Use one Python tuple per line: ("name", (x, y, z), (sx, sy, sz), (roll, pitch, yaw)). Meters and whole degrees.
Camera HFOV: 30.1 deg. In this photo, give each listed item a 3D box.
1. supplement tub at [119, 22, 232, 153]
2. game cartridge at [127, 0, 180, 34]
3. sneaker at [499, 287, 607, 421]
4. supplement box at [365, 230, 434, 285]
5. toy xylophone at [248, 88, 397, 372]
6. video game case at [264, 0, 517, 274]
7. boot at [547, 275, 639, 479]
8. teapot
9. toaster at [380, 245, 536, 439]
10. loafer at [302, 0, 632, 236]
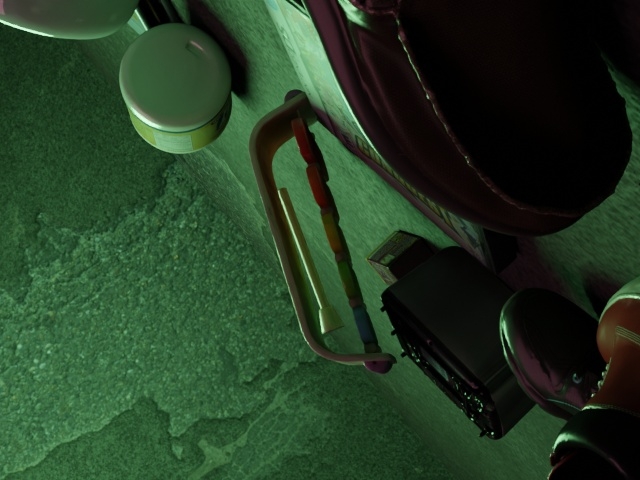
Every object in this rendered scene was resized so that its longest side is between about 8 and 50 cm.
("supplement tub", (-0.192, -0.199, 1.611), (0.144, 0.144, 0.200), (49, 172, 4))
("game cartridge", (-0.294, -0.392, 1.605), (0.198, 0.062, 0.297), (40, 168, 29))
("sneaker", (0.264, 0.130, 0.981), (0.267, 0.101, 0.106), (45, 153, 10))
("supplement box", (0.097, 0.024, 1.415), (0.043, 0.055, 0.083), (50, 172, -16))
("toy xylophone", (0.000, 0.000, 1.319), (0.236, 0.081, 0.323), (-2, -106, -86))
("video game case", (0.058, -0.115, 1.070), (0.275, 0.035, 0.248), (44, 170, 32))
("boot", (0.206, 0.110, 0.825), (0.088, 0.176, 0.244), (47, 173, 1))
("teapot", (-0.298, -0.355, 1.315), (0.256, 0.187, 0.252), (31, -152, 15))
("toaster", (0.165, 0.115, 1.272), (0.185, 0.110, 0.168), (45, 171, 30))
("loafer", (0.065, -0.138, 0.603), (0.130, 0.134, 0.366), (6, 143, 54))
